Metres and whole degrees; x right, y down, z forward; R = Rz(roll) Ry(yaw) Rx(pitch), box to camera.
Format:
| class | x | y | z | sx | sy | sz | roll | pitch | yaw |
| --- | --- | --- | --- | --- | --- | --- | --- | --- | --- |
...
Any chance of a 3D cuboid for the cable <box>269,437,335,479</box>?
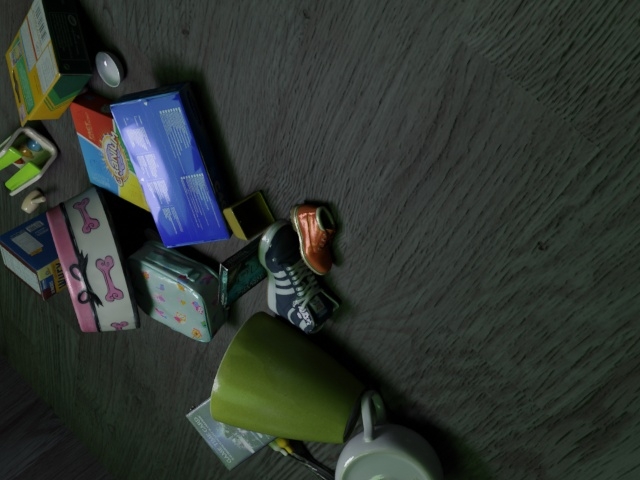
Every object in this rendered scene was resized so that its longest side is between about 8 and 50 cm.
| class | x | y | z | sx | sy | sz | roll | pitch | yaw |
| --- | --- | --- | --- | --- | --- | --- | --- | --- | --- |
| cable | -0.065 | 0.611 | 1.991 | 0.287 | 0.072 | 0.139 | 46 | 148 | 8 |

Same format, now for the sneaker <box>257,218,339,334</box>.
| class | x | y | z | sx | sy | sz | roll | pitch | yaw |
| --- | --- | --- | --- | --- | --- | --- | --- | --- | --- |
| sneaker | -0.042 | 0.086 | 1.517 | 0.153 | 0.099 | 0.282 | 34 | 146 | 30 |

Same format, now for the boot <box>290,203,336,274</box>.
| class | x | y | z | sx | sy | sz | roll | pitch | yaw |
| --- | --- | --- | --- | --- | --- | --- | --- | --- | --- |
| boot | 0.000 | 0.000 | 1.444 | 0.085 | 0.059 | 0.157 | -2 | 117 | 41 |

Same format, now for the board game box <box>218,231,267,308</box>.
| class | x | y | z | sx | sy | sz | roll | pitch | yaw |
| --- | --- | --- | --- | --- | --- | --- | --- | --- | --- |
| board game box | -0.142 | 0.050 | 1.522 | 0.026 | 0.186 | 0.126 | 34 | 140 | 22 |

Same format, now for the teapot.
| class | x | y | z | sx | sy | sz | roll | pitch | yaw |
| --- | --- | --- | --- | --- | --- | --- | --- | --- | --- |
| teapot | 0.156 | 0.498 | 1.591 | 0.253 | 0.187 | 0.256 | 26 | 112 | 3 |

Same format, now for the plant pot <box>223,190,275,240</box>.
| class | x | y | z | sx | sy | sz | roll | pitch | yaw |
| --- | --- | --- | --- | --- | --- | --- | --- | --- | --- |
| plant pot | -0.164 | -0.052 | 1.554 | 0.083 | 0.081 | 0.081 | -2 | 118 | 56 |

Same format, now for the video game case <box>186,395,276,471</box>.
| class | x | y | z | sx | sy | sz | roll | pitch | yaw |
| --- | --- | --- | --- | --- | --- | --- | --- | --- | --- |
| video game case | -0.203 | 0.471 | 1.927 | 0.274 | 0.026 | 0.196 | -38 | 89 | 16 |

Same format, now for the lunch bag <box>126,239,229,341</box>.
| class | x | y | z | sx | sy | sz | roll | pitch | yaw |
| --- | --- | --- | --- | --- | --- | --- | --- | --- | --- |
| lunch bag | -0.364 | 0.127 | 1.856 | 0.279 | 0.108 | 0.224 | 23 | 136 | 22 |

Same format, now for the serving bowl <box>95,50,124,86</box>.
| class | x | y | z | sx | sy | sz | roll | pitch | yaw |
| --- | --- | --- | --- | --- | --- | --- | --- | --- | --- |
| serving bowl | -0.476 | -0.395 | 1.640 | 0.083 | 0.027 | 0.083 | 27 | 136 | 30 |

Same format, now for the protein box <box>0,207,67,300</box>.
| class | x | y | z | sx | sy | sz | roll | pitch | yaw |
| --- | --- | --- | --- | --- | --- | --- | --- | --- | --- |
| protein box | -0.848 | 0.040 | 2.234 | 0.201 | 0.200 | 0.136 | 33 | 139 | 23 |

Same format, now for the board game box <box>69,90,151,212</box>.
| class | x | y | z | sx | sy | sz | roll | pitch | yaw |
| --- | --- | --- | --- | --- | --- | --- | --- | --- | --- |
| board game box | -0.469 | -0.207 | 1.753 | 0.317 | 0.064 | 0.242 | 24 | 134 | 32 |

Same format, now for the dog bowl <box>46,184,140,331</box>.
| class | x | y | z | sx | sy | sz | roll | pitch | yaw |
| --- | --- | --- | --- | --- | --- | --- | --- | --- | --- |
| dog bowl | -0.614 | 0.064 | 1.926 | 0.408 | 0.150 | 0.407 | 162 | 90 | -71 |

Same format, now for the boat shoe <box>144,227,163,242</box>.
| class | x | y | z | sx | sy | sz | roll | pitch | yaw |
| --- | --- | --- | --- | --- | --- | --- | --- | --- | --- |
| boat shoe | -0.443 | 0.006 | 1.923 | 0.100 | 0.035 | 0.035 | 40 | 141 | 14 |

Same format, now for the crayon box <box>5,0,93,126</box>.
| class | x | y | z | sx | sy | sz | roll | pitch | yaw |
| --- | --- | --- | --- | --- | --- | --- | --- | --- | --- |
| crayon box | -0.649 | -0.420 | 1.703 | 0.323 | 0.083 | 0.203 | -22 | 82 | 51 |

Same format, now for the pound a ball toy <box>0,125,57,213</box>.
| class | x | y | z | sx | sy | sz | roll | pitch | yaw |
| --- | --- | --- | --- | --- | --- | --- | --- | --- | --- |
| pound a ball toy | -0.871 | -0.213 | 2.141 | 0.208 | 0.135 | 0.319 | 39 | 149 | -27 |

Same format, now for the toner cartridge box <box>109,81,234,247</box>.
| class | x | y | z | sx | sy | sz | roll | pitch | yaw |
| --- | --- | --- | --- | --- | --- | --- | --- | --- | --- |
| toner cartridge box | -0.313 | -0.158 | 1.568 | 0.165 | 0.075 | 0.347 | -8 | 118 | 14 |

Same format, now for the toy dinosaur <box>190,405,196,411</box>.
| class | x | y | z | sx | sy | sz | roll | pitch | yaw |
| --- | --- | --- | --- | --- | --- | --- | --- | --- | --- |
| toy dinosaur | -0.233 | 0.526 | 2.063 | 0.200 | 0.127 | 0.295 | 3 | 127 | 37 |

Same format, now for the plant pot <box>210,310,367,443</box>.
| class | x | y | z | sx | sy | sz | roll | pitch | yaw |
| --- | --- | --- | --- | --- | --- | --- | --- | --- | --- |
| plant pot | -0.054 | 0.341 | 1.639 | 0.294 | 0.274 | 0.274 | 20 | 134 | 16 |
